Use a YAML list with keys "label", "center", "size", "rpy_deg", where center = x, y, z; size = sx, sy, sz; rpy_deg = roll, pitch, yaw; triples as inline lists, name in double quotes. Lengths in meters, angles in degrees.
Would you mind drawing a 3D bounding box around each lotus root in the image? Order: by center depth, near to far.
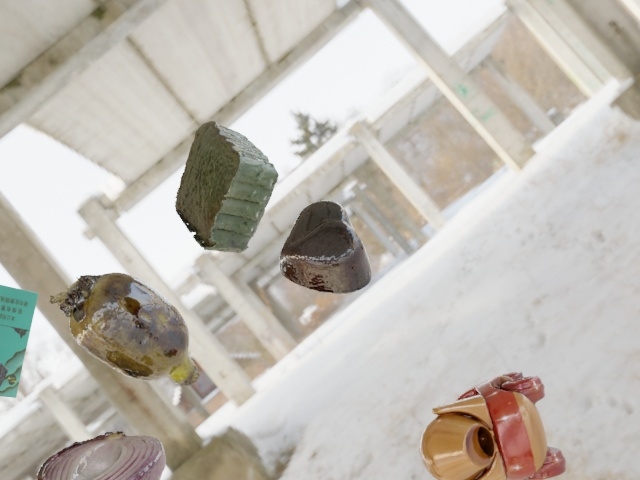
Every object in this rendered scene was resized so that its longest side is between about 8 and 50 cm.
- label: "lotus root"
  center: [-0.347, 0.162, 1.742]
  size: [0.141, 0.314, 0.169]
  rpy_deg: [-40, 19, 47]

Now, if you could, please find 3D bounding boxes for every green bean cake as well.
- label: "green bean cake"
  center: [-0.157, -0.088, 1.571]
  size: [0.094, 0.173, 0.181]
  rpy_deg: [9, -66, -36]

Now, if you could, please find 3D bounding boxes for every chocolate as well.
- label: "chocolate"
  center: [0.000, 0.000, 1.301]
  size: [0.125, 0.148, 0.080]
  rpy_deg: [-12, -42, -9]

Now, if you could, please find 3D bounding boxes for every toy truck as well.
- label: "toy truck"
  center: [0.286, 0.345, 1.651]
  size: [0.239, 0.189, 0.265]
  rpy_deg: [-14, -8, -1]

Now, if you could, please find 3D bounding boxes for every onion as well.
- label: "onion"
  center: [-0.401, 0.453, 1.661]
  size: [0.227, 0.120, 0.283]
  rpy_deg: [-7, 14, 17]

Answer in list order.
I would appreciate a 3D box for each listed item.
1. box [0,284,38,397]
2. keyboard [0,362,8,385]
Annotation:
- label: "box"
  center: [-0.671, 0.203, 1.918]
  size: [0.042, 0.226, 0.161]
  rpy_deg: [4, -11, 33]
- label: "keyboard"
  center: [-0.493, 0.215, 1.306]
  size: [0.015, 0.074, 0.196]
  rpy_deg: [-48, 17, 22]
